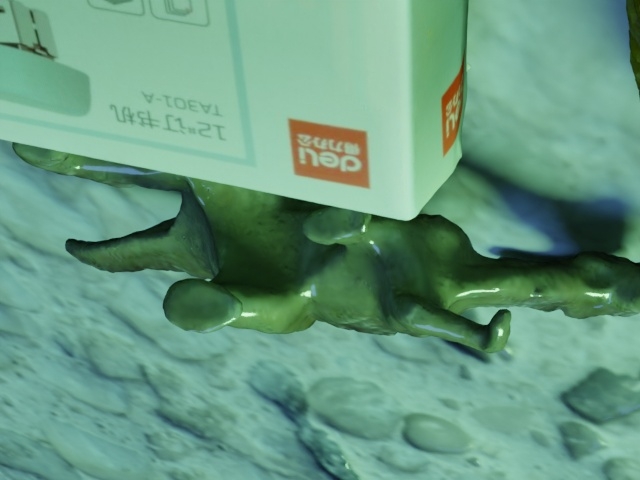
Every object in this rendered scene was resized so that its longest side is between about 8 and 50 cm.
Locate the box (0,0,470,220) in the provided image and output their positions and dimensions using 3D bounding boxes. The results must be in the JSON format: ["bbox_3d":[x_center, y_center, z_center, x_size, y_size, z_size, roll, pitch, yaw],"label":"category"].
[{"bbox_3d":[-0.078,-0.100,0.551,0.269,0.079,0.135,12,140,14],"label":"box"}]

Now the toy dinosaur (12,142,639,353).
[{"bbox_3d":[0.000,0.008,0.645,0.294,0.077,0.162,17,-178,20],"label":"toy dinosaur"}]

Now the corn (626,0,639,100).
[{"bbox_3d":[0.125,-0.105,0.426,0.097,0.097,0.319,7,147,21],"label":"corn"}]
